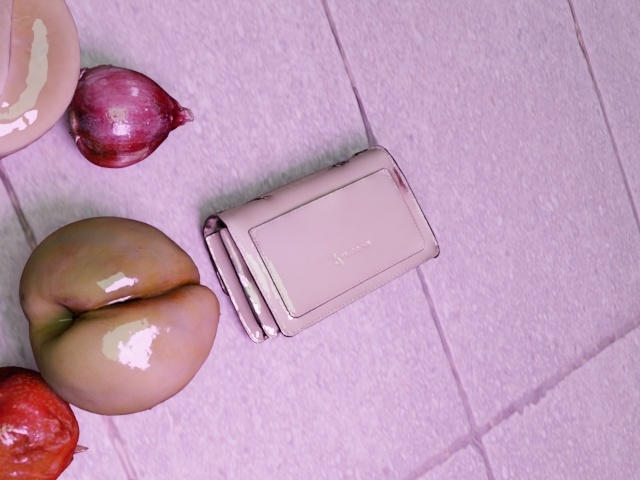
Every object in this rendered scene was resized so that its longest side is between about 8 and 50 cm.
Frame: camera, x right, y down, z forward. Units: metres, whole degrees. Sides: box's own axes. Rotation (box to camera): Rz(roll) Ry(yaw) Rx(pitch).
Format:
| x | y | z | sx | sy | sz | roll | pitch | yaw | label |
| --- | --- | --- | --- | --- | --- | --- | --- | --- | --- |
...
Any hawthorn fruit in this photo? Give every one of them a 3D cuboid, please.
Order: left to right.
| x | y | z | sx | sy | sz | roll | pitch | yaw | label |
| --- | --- | --- | --- | --- | --- | --- | --- | --- | --- |
| -0.431 | 0.271 | 1.046 | 0.173 | 0.173 | 0.179 | -35 | 103 | -26 | hawthorn fruit |

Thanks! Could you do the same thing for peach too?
| x | y | z | sx | sy | sz | roll | pitch | yaw | label |
| --- | --- | --- | --- | --- | --- | --- | --- | --- | --- |
| -0.288 | 0.105 | 1.083 | 0.247 | 0.292 | 0.292 | -34 | 108 | 17 | peach |

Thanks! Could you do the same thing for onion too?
| x | y | z | sx | sy | sz | roll | pitch | yaw | label |
| --- | --- | --- | --- | --- | --- | --- | --- | --- | --- |
| -0.293 | -0.193 | 1.157 | 0.195 | 0.159 | 0.159 | -8 | 91 | -30 | onion |

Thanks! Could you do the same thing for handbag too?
| x | y | z | sx | sy | sz | roll | pitch | yaw | label |
| --- | --- | --- | --- | --- | --- | --- | --- | --- | --- |
| 0.000 | 0.000 | 1.305 | 0.358 | 0.160 | 0.236 | -26 | 94 | -29 | handbag |

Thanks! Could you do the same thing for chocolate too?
| x | y | z | sx | sy | sz | roll | pitch | yaw | label |
| --- | --- | --- | --- | --- | --- | --- | --- | --- | --- |
| -0.474 | -0.266 | 0.983 | 0.314 | 0.297 | 0.326 | -15 | 93 | -34 | chocolate |
